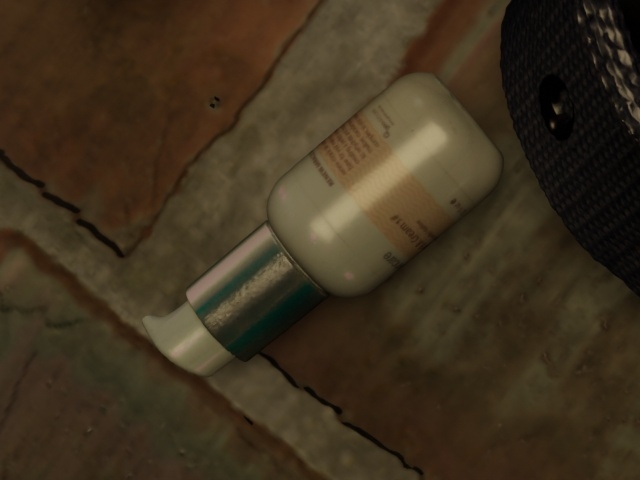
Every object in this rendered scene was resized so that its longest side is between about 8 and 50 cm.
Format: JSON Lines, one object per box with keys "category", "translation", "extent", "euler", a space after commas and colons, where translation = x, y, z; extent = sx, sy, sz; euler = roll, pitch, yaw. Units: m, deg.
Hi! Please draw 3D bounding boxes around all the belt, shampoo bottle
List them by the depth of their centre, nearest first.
{"category": "belt", "translation": [0.178, -0.046, 0.673], "extent": [0.139, 0.126, 0.230], "euler": [-31, 80, -20]}
{"category": "shampoo bottle", "translation": [0.000, 0.000, 0.730], "extent": [0.192, 0.074, 0.074], "euler": [-40, 79, 6]}
